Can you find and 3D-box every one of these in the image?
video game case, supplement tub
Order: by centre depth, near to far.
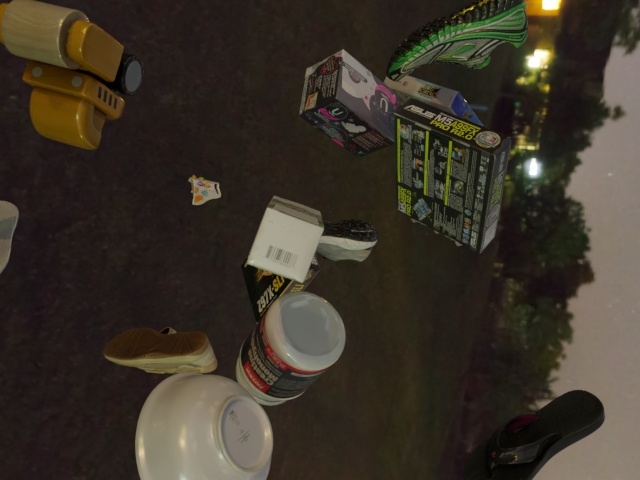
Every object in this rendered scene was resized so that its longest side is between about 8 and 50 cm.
[{"bbox_3d":[-0.078,0.258,1.435,0.272,0.191,0.191,-54,-172,46],"label":"supplement tub"},{"bbox_3d":[0.353,-0.419,1.910,0.269,0.244,0.061,24,92,-58],"label":"video game case"}]

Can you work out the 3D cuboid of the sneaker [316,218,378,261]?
[{"bbox_3d":[0.000,0.000,1.516,0.100,0.272,0.108,-84,-173,-50],"label":"sneaker"}]

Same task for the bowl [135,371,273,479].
[{"bbox_3d":[-0.182,0.373,1.140,0.298,0.134,0.297,40,37,-38],"label":"bowl"}]

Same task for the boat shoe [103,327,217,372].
[{"bbox_3d":[-0.445,0.321,1.690,0.121,0.341,0.110,-63,143,-46],"label":"boat shoe"}]

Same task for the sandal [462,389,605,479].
[{"bbox_3d":[0.552,0.521,1.636,0.446,0.167,0.107,-31,118,-13],"label":"sandal"}]

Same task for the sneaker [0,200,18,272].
[{"bbox_3d":[-0.805,0.050,1.480,0.295,0.105,0.147,-97,-150,-47],"label":"sneaker"}]

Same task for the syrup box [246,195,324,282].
[{"bbox_3d":[-0.056,-0.010,1.027,0.237,0.093,0.096,-105,-145,-82],"label":"syrup box"}]

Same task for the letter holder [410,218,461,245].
[{"bbox_3d":[0.372,-0.084,1.761,0.152,0.215,0.302,63,3,19],"label":"letter holder"}]

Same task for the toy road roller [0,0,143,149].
[{"bbox_3d":[-0.547,-0.341,1.327,0.329,0.203,0.240,41,64,-80],"label":"toy road roller"}]

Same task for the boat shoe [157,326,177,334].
[{"bbox_3d":[-0.484,0.297,1.784,0.135,0.050,0.045,-38,145,-12],"label":"boat shoe"}]

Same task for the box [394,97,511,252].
[{"bbox_3d":[0.247,-0.122,1.200,0.060,0.216,0.270,-43,147,-26],"label":"box"}]

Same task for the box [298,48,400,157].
[{"bbox_3d":[0.085,-0.360,1.637,0.247,0.142,0.163,28,60,-40],"label":"box"}]

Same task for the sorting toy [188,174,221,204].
[{"bbox_3d":[-0.297,-0.135,1.592,0.045,0.075,0.083,-58,-141,44],"label":"sorting toy"}]

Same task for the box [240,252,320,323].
[{"bbox_3d":[-0.142,0.089,2.046,0.322,0.079,0.257,-51,-134,36],"label":"box"}]

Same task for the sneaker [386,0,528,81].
[{"bbox_3d":[0.316,-0.447,1.427,0.146,0.344,0.134,62,20,-24],"label":"sneaker"}]
